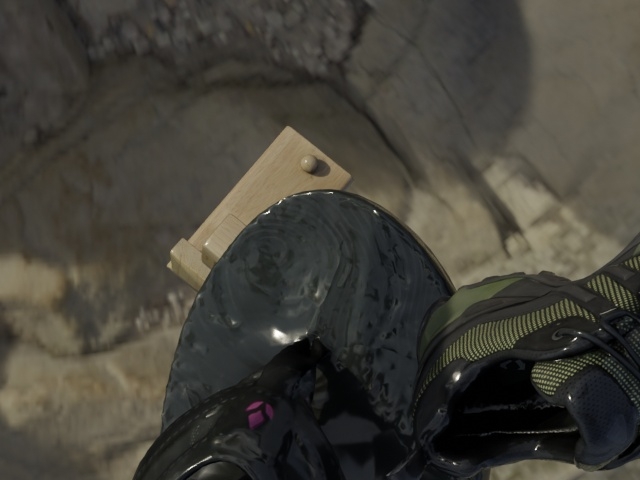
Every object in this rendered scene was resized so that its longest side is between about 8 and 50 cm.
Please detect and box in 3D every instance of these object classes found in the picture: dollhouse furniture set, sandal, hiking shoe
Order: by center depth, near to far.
[{"bbox_3d":[0.133,0.044,0.706,0.227,0.114,0.086,-26,112,28],"label":"hiking shoe"},{"bbox_3d":[-0.036,0.194,0.843,0.168,0.107,0.445,16,90,18],"label":"sandal"},{"bbox_3d":[0.000,0.000,1.102,0.144,0.151,0.123,39,78,5],"label":"dollhouse furniture set"}]
